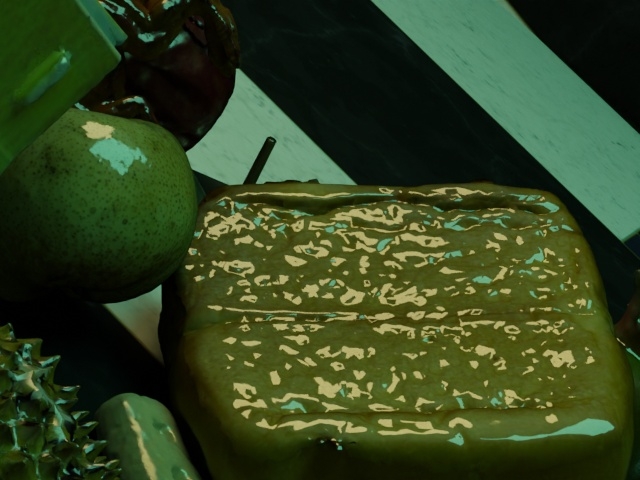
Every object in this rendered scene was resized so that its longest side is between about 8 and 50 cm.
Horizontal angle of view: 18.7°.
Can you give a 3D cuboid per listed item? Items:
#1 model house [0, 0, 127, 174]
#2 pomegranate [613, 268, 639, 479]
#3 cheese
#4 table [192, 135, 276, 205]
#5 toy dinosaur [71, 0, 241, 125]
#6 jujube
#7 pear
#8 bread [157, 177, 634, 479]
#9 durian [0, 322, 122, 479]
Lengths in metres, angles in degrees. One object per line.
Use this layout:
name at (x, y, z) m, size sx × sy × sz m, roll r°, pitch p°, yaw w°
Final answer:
model house at (-0.293, -0.130, 0.991) m, size 0.300 × 0.324 × 0.340 m, roll 55°, pitch 15°, yaw -35°
pomegranate at (0.262, 0.126, 1.777) m, size 0.181 × 0.224 × 0.181 m, roll 30°, pitch 16°, yaw -10°
cheese at (-0.097, 0.175, 1.263) m, size 0.065 × 0.043 × 0.194 m, roll 30°, pitch 20°, yaw -44°
table at (0.000, 0.000, 1.712) m, size 0.240 × 0.111 × 0.121 m, roll 23°, pitch 26°, yaw -43°
toy dinosaur at (-0.170, -0.187, 1.481) m, size 0.208 × 0.097 × 0.432 m, roll -16°, pitch 96°, yaw -31°
jujube at (-0.195, -0.169, 1.628) m, size 0.243 × 0.183 × 0.183 m, roll 42°, pitch 18°, yaw -24°
pear at (-0.167, -0.024, 1.364) m, size 0.167 × 0.167 × 0.136 m, roll 14°, pitch 71°, yaw -53°
bread at (0.053, 0.099, 1.413) m, size 0.337 × 0.148 × 0.328 m, roll -2°, pitch 38°, yaw -8°
durian at (-0.181, 0.142, 1.048) m, size 0.249 × 0.138 × 0.183 m, roll 54°, pitch 14°, yaw 16°
